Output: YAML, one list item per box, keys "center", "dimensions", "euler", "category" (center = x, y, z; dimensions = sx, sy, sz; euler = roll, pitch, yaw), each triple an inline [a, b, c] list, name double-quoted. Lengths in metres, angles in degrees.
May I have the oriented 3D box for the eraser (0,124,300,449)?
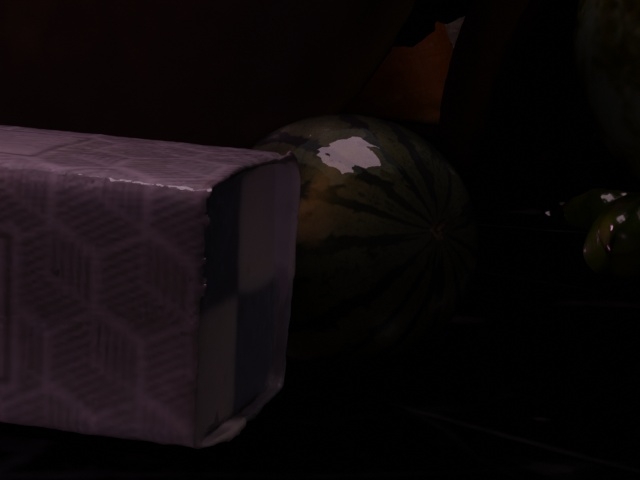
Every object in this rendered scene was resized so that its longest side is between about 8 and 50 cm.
- center: [-0.215, -0.003, 0.647]
  dimensions: [0.403, 0.098, 0.096]
  euler: [6, 10, 15]
  category: "eraser"

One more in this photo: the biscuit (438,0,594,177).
- center: [0.217, -0.191, 1.354]
  dimensions: [0.063, 0.314, 0.367]
  euler: [37, 54, 22]
  category: "biscuit"

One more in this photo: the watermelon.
- center: [0.000, 0.000, 0.700]
  dimensions: [0.105, 0.105, 0.133]
  euler: [-6, 8, -43]
  category: "watermelon"

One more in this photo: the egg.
- center: [0.308, -0.137, 1.219]
  dimensions: [0.238, 0.238, 0.289]
  euler: [9, 2, 31]
  category: "egg"

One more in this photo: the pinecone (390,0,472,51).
- center: [0.033, -0.253, 1.228]
  dimensions: [0.243, 0.257, 0.243]
  euler: [-21, 21, 9]
  category: "pinecone"

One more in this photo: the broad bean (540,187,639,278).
- center: [0.171, -0.006, 0.967]
  dimensions: [0.061, 0.046, 0.195]
  euler: [-9, 6, -2]
  category: "broad bean"

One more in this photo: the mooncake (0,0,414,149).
- center: [-0.133, -0.207, 1.001]
  dimensions: [0.394, 0.393, 0.246]
  euler: [39, 9, -2]
  category: "mooncake"

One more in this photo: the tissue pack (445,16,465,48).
- center: [0.114, -0.202, 1.779]
  dimensions: [0.310, 0.128, 0.228]
  euler: [-4, 0, -36]
  category: "tissue pack"

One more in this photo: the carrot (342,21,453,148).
- center: [-0.010, -0.216, 1.445]
  dimensions: [0.214, 0.331, 0.193]
  euler: [-14, 0, 1]
  category: "carrot"

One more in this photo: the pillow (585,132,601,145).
- center: [0.287, -0.141, 1.665]
  dimensions: [0.335, 0.093, 0.161]
  euler: [-4, 16, -36]
  category: "pillow"
